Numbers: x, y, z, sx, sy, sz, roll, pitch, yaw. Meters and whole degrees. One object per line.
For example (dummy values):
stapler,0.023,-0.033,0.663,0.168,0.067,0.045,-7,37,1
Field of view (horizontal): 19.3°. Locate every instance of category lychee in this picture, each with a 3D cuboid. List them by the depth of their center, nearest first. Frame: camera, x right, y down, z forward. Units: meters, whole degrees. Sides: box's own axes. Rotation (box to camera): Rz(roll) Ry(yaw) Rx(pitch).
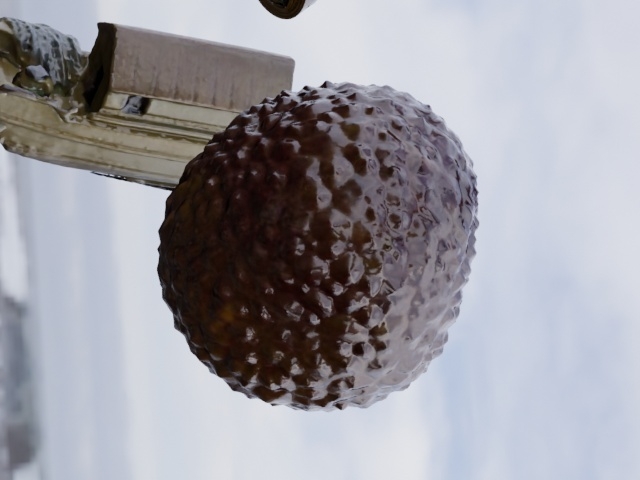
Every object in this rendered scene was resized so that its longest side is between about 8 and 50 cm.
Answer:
lychee,0.000,0.000,1.454,0.260,0.261,0.260,176,-90,-81

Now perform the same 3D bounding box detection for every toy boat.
toy boat,-0.118,-0.133,1.804,0.162,0.446,0.136,-59,-147,36

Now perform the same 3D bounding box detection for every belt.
belt,-0.029,-0.216,1.464,0.036,0.059,0.083,-43,138,-47
